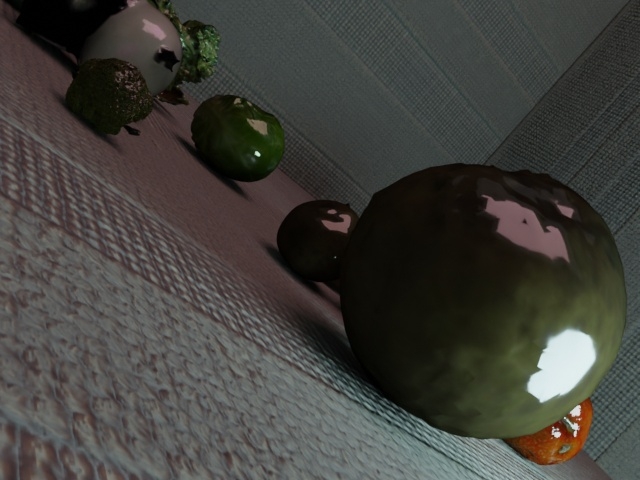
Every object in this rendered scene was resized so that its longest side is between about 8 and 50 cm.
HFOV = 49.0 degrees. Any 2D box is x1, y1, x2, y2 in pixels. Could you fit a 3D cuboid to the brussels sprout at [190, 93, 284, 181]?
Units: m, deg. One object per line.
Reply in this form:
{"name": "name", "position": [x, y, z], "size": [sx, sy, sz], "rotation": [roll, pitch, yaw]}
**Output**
{"name": "brussels sprout", "position": [-0.206, -0.253, 1.748], "size": [0.244, 0.244, 0.244], "rotation": [41, 5, -5]}

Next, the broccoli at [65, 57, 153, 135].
{"name": "broccoli", "position": [-0.329, -0.225, 1.102], "size": [0.131, 0.130, 0.120], "rotation": [12, -29, -19]}

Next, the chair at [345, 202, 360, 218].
{"name": "chair", "position": [0.053, -0.016, 1.742], "size": [0.158, 0.173, 0.246], "rotation": [6, -6, -34]}

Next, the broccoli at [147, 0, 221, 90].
{"name": "broccoli", "position": [-0.473, -0.553, 1.881], "size": [0.338, 0.277, 0.317], "rotation": [37, -4, 27]}

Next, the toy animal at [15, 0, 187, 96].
{"name": "toy animal", "position": [-0.430, -0.430, 1.441], "size": [0.309, 0.251, 0.251], "rotation": [33, 7, -15]}

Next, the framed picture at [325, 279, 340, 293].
{"name": "framed picture", "position": [0.066, 0.063, 1.570], "size": [0.168, 0.128, 0.023], "rotation": [39, -34, -28]}

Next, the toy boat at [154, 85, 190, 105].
{"name": "toy boat", "position": [-0.499, -0.486, 2.061], "size": [0.293, 0.108, 0.099], "rotation": [46, -27, -4]}

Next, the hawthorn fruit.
{"name": "hawthorn fruit", "position": [0.492, 0.408, 1.544], "size": [0.207, 0.207, 0.243], "rotation": [48, -18, 53]}

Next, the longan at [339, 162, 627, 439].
{"name": "longan", "position": [0.237, 0.089, 1.046], "size": [0.435, 0.404, 0.404], "rotation": [6, 28, -39]}

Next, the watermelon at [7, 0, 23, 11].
{"name": "watermelon", "position": [-0.528, -0.618, 1.607], "size": [0.283, 0.250, 0.293], "rotation": [43, 39, -32]}

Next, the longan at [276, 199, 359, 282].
{"name": "longan", "position": [0.000, 0.000, 1.369], "size": [0.167, 0.167, 0.187], "rotation": [44, 19, 27]}
